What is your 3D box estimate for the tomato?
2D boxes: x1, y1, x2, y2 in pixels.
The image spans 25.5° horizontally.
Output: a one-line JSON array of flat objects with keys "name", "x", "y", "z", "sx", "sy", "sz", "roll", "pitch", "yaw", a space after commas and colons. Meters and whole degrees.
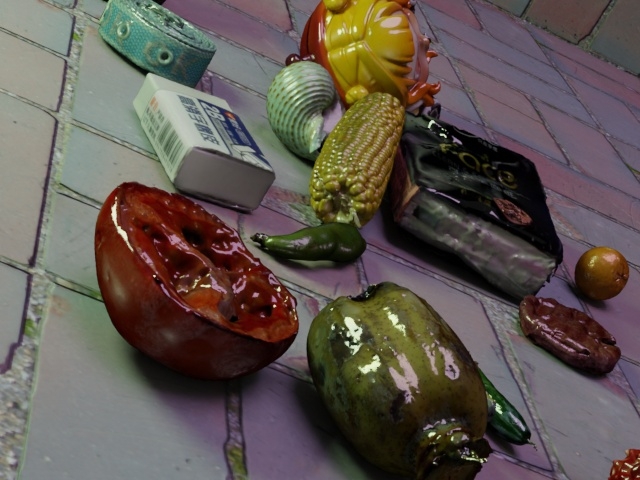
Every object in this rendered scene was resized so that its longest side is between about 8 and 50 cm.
[{"name": "tomato", "x": -0.129, "y": 0.055, "z": 1.344, "sx": 0.228, "sy": 0.101, "sz": 0.228, "roll": 33, "pitch": 21, "yaw": -15}]

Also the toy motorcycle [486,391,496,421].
[{"name": "toy motorcycle", "x": 0.108, "y": 0.135, "z": 1.512, "sx": 0.124, "sy": 0.061, "sz": 0.193, "roll": -4, "pitch": 31, "yaw": -45}]

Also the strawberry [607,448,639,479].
[{"name": "strawberry", "x": 0.364, "y": 0.327, "z": 1.367, "sx": 0.233, "sy": 0.137, "sz": 0.306, "roll": 45, "pitch": -8, "yaw": -11}]

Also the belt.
[{"name": "belt", "x": -0.231, "y": -0.290, "z": 2.009, "sx": 0.163, "sy": 0.082, "sz": 0.147, "roll": 25, "pitch": 17, "yaw": -15}]

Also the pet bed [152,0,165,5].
[{"name": "pet bed", "x": -0.285, "y": -0.479, "z": 2.185, "sx": 0.183, "sy": 0.211, "sz": 0.159, "roll": 17, "pitch": 22, "yaw": -37}]

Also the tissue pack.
[{"name": "tissue pack", "x": 0.205, "y": -0.066, "z": 2.010, "sx": 0.245, "sy": 0.123, "sz": 0.332, "roll": 27, "pitch": 21, "yaw": -13}]

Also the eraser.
[{"name": "eraser", "x": -0.149, "y": -0.126, "z": 1.762, "sx": 0.125, "sy": 0.068, "sz": 0.210, "roll": 16, "pitch": 24, "yaw": -30}]

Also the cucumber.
[{"name": "cucumber", "x": 0.185, "y": 0.178, "z": 1.551, "sx": 0.039, "sy": 0.039, "sz": 0.168, "roll": 15, "pitch": 23, "yaw": -34}]

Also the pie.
[{"name": "pie", "x": 0.325, "y": 0.123, "z": 1.859, "sx": 0.154, "sy": 0.038, "sz": 0.153, "roll": 23, "pitch": 21, "yaw": -9}]

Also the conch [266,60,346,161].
[{"name": "conch", "x": -0.017, "y": -0.175, "z": 1.993, "sx": 0.135, "sy": 0.102, "sz": 0.153, "roll": 21, "pitch": 65, "yaw": -45}]

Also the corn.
[{"name": "corn", "x": 0.048, "y": -0.110, "z": 1.887, "sx": 0.101, "sy": 0.101, "sz": 0.310, "roll": 27, "pitch": 34, "yaw": -6}]

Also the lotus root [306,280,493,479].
[{"name": "lotus root", "x": 0.084, "y": 0.151, "z": 1.341, "sx": 0.154, "sy": 0.154, "sz": 0.278, "roll": 14, "pitch": 26, "yaw": -36}]

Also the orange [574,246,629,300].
[{"name": "orange", "x": 0.413, "y": 0.049, "z": 2.073, "sx": 0.070, "sy": 0.083, "sz": 0.083, "roll": 25, "pitch": 14, "yaw": 39}]

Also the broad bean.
[{"name": "broad bean", "x": 0.004, "y": 0.003, "z": 1.699, "sx": 0.061, "sy": 0.046, "sz": 0.195, "roll": 26, "pitch": 17, "yaw": 40}]

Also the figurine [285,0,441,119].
[{"name": "figurine", "x": 0.080, "y": -0.291, "z": 2.260, "sx": 0.323, "sy": 0.196, "sz": 0.320, "roll": 1, "pitch": 74, "yaw": -70}]
